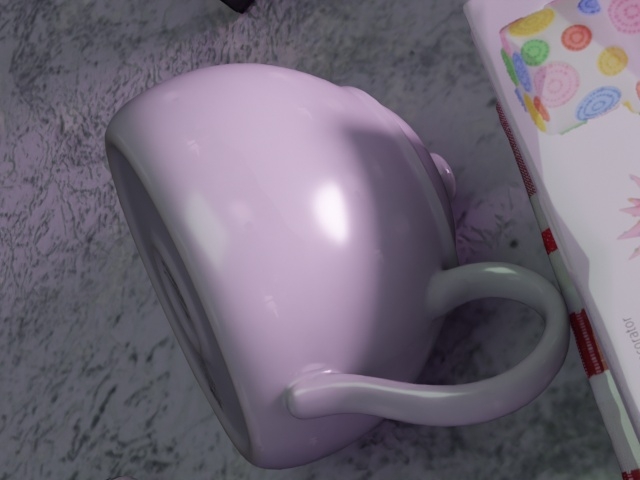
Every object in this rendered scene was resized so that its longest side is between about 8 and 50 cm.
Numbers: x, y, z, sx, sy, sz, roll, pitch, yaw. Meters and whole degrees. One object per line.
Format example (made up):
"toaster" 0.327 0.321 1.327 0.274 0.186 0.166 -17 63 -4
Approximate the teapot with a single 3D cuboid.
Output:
"teapot" 0.000 0.000 0.592 0.187 0.252 0.256 -23 82 -14

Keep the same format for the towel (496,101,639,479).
"towel" 0.242 0.031 0.475 0.237 0.037 0.329 -21 70 16

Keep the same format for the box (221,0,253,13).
"box" -0.059 -0.339 0.675 0.293 0.295 0.073 -49 57 11

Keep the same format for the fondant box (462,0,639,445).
"fondant box" 0.258 -0.058 0.418 0.330 0.096 0.238 -23 70 15

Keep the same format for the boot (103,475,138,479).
"boot" -0.199 0.233 0.718 0.086 0.069 0.190 34 96 33
